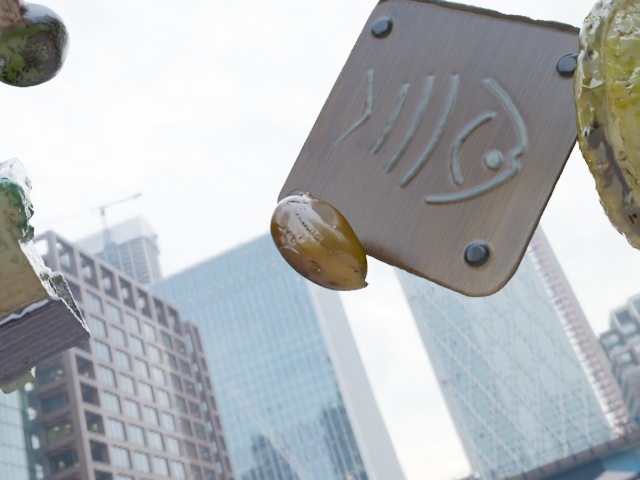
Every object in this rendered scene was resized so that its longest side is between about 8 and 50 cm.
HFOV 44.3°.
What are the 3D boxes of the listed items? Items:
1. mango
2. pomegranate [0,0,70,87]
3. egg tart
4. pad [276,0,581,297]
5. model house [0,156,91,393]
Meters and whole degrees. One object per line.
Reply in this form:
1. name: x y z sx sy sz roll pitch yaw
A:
1. mango: 0.000 0.000 0.729 0.077 0.127 0.063 3 -58 -39
2. pomegranate: -0.438 -0.305 1.138 0.138 0.125 0.163 -7 -69 -1
3. egg tart: 0.304 -0.104 0.675 0.241 0.241 0.106 8 -12 -42
4. pad: 0.117 -0.110 0.803 0.018 0.284 0.287 33 -98 -57
5. model house: -0.475 0.062 1.123 0.245 0.280 0.312 -29 19 -13
